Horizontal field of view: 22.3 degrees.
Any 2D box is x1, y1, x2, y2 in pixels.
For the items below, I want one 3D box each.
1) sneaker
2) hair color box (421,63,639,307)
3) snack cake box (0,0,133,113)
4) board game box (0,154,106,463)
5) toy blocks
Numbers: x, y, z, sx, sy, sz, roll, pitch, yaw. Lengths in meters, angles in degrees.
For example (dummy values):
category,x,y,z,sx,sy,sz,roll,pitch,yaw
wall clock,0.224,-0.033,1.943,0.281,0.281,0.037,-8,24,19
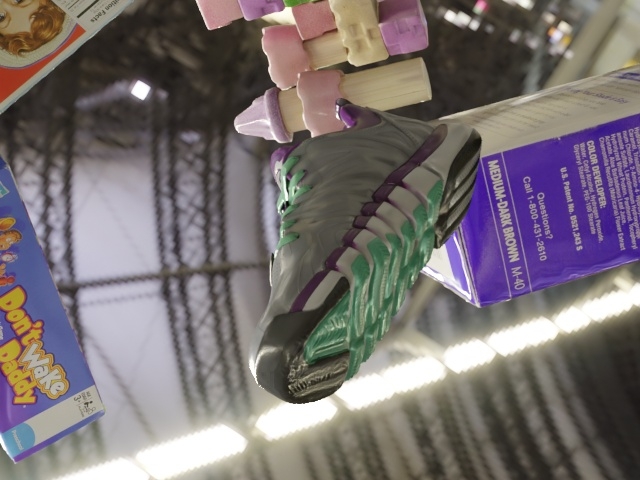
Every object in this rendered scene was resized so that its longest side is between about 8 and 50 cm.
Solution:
category,x,y,z,sx,sy,sz,roll,pitch,yaw
sneaker,0.000,0.000,0.836,0.098,0.083,0.223,22,-143,17
hair color box,0.227,-0.060,1.144,0.339,0.110,0.185,-17,-167,-10
snack cake box,-0.265,-0.225,1.382,0.152,0.264,0.089,42,-159,-34
board game box,-0.295,-0.024,1.232,0.347,0.078,0.233,43,155,47
toy blocks,-0.051,-0.276,1.576,0.309,0.260,0.288,-87,-20,-53
